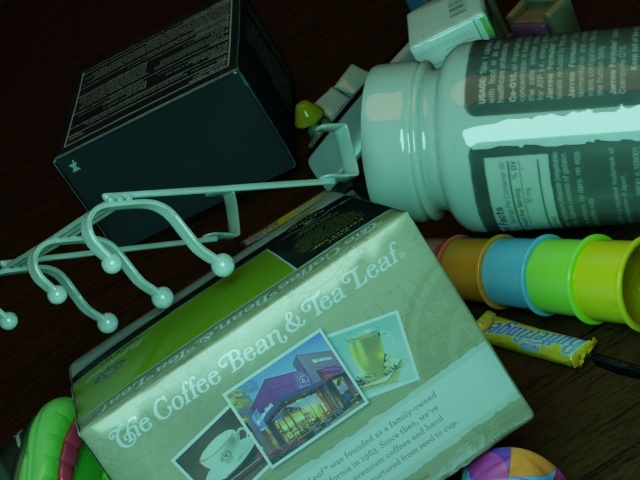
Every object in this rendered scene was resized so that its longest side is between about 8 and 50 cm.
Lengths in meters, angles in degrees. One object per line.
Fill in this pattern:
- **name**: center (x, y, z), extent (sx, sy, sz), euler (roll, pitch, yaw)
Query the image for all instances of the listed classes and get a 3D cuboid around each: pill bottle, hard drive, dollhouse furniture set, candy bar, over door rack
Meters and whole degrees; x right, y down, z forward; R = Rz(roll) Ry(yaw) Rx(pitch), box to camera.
- **pill bottle**: center (0.235, -0.113, 1.529), extent (0.360, 0.204, 0.204), euler (-2, 36, 17)
- **hard drive**: center (0.076, -0.173, 1.811), extent (0.255, 0.054, 0.172), euler (-49, 5, 4)
- **dollhouse furniture set**: center (0.125, -0.258, 1.943), extent (0.286, 0.198, 0.303), euler (7, 46, 48)
- **candy bar**: center (0.212, 0.099, 1.483), extent (0.040, 0.018, 0.161), euler (-44, 31, -23)
- **over door rack**: center (-0.134, 0.002, 1.426), extent (0.324, 0.108, 0.239), euler (-21, -2, -40)

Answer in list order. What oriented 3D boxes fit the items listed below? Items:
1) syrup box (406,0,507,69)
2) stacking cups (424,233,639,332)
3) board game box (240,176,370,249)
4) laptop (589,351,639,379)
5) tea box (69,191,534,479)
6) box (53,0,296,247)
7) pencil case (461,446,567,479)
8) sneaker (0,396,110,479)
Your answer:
- **syrup box**: center (0.191, -0.164, 1.691), extent (0.096, 0.237, 0.093), euler (-24, 29, 16)
- **stacking cups**: center (0.214, 0.040, 1.521), extent (0.316, 0.096, 0.096), euler (1, 41, 51)
- **board game box**: center (0.000, 0.000, 1.803), extent (0.170, 0.048, 0.141), euler (-32, 27, -4)
- **laptop**: center (0.390, 0.082, 1.183), extent (0.234, 0.264, 0.137), euler (14, 87, 40)
- **tea box**: center (-0.035, 0.136, 1.357), extent (0.329, 0.220, 0.323), euler (-34, 9, -5)
- **box**: center (-0.202, -0.175, 2.124), extent (0.296, 0.183, 0.294), euler (-25, 28, 13)
- **pencil case**: center (0.140, 0.277, 1.188), extent (0.104, 0.104, 0.236), euler (-13, 32, 28)
- **sneaker**: center (-0.317, 0.366, 1.428), extent (0.202, 0.185, 0.483), euler (-34, 20, 33)
